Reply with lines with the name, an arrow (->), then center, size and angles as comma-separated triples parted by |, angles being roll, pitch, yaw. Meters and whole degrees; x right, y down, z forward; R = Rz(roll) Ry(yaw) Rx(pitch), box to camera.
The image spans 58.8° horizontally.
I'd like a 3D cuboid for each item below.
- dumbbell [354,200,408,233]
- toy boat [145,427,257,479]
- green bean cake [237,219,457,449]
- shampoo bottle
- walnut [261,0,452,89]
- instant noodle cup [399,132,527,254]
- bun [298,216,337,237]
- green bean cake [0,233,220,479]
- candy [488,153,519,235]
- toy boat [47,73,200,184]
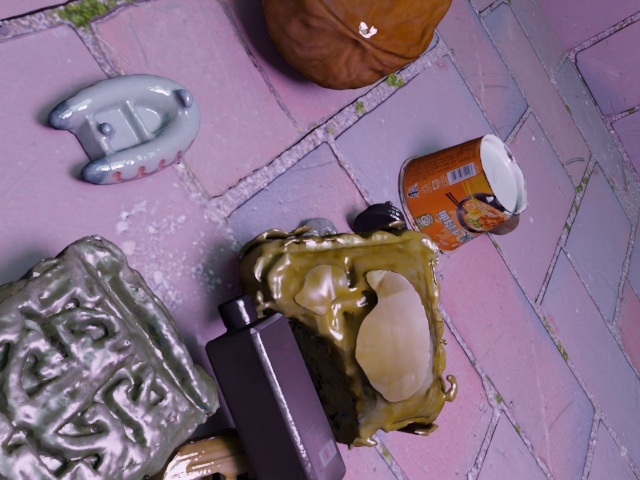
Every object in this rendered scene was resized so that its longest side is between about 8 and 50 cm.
dumbbell -> 0.097, 0.009, 0.987 | 0.099, 0.099, 0.209 | 40, 49, -25
toy boat -> -0.104, 0.275, 0.689 | 0.225, 0.068, 0.088 | 4, 76, -45
green bean cake -> 0.036, 0.129, 0.773 | 0.284, 0.202, 0.310 | -6, 84, -21
shampoo bottle -> -0.056, 0.182, 0.656 | 0.080, 0.079, 0.246 | -22, 90, -66
walnut -> 0.069, -0.447, 0.971 | 0.307, 0.354, 0.398 | 20, 50, -19
instant noodle cup -> 0.305, -0.107, 1.186 | 0.230, 0.182, 0.231 | 22, 57, -37
bun -> 0.000, 0.000, 0.932 | 0.083, 0.045, 0.083 | 18, 59, -33
green bean cake -> -0.249, 0.146, 0.563 | 0.241, 0.132, 0.255 | 54, 44, -6
candy -> 0.407, -0.130, 1.357 | 0.104, 0.102, 0.234 | 28, 55, -33
toy boat -> -0.240, -0.155, 0.743 | 0.207, 0.078, 0.134 | -34, 94, -46
